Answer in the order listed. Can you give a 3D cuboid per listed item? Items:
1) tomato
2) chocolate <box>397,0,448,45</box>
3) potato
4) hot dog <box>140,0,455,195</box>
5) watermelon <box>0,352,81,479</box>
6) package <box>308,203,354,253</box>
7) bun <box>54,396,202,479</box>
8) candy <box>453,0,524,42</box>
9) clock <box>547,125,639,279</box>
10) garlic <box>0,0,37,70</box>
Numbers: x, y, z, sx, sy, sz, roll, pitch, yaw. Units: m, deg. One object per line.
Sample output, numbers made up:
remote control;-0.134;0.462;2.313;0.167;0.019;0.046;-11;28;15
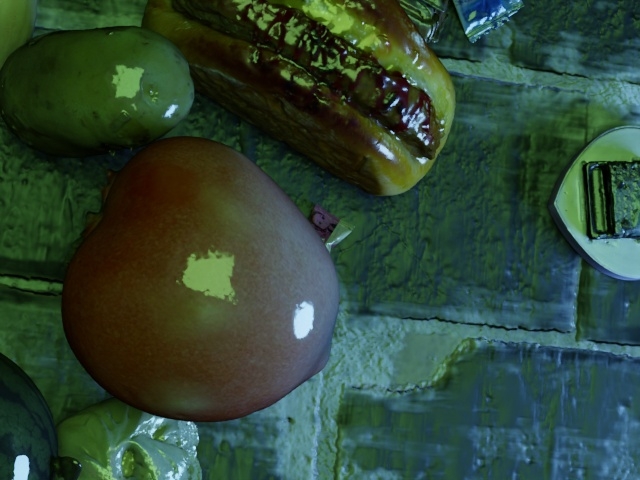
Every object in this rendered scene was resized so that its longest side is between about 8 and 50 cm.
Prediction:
tomato;-0.126;0.053;1.626;0.322;0.321;0.321;1;83;-10
chocolate;0.016;-0.353;1.815;0.329;0.065;0.102;29;39;-5
potato;-0.266;-0.168;1.674;0.262;0.165;0.165;-4;82;30
hot dog;-0.013;-0.220;1.736;0.405;0.223;0.185;30;76;-6
watermelon;-0.436;0.229;1.568;0.359;0.279;0.278;16;80;-3
package;0.000;0.000;1.807;0.059;0.029;0.083;29;68;2
bun;-0.222;0.268;1.684;0.193;0.128;0.178;-20;86;-14
candy;0.200;-0.334;1.882;0.088;0.038;0.136;-29;98;-9
clock;0.379;-0.049;1.865;0.172;0.064;0.198;-1;82;-11
garlic;-0.438;-0.280;1.725;0.217;0.110;0.228;-34;90;-16
